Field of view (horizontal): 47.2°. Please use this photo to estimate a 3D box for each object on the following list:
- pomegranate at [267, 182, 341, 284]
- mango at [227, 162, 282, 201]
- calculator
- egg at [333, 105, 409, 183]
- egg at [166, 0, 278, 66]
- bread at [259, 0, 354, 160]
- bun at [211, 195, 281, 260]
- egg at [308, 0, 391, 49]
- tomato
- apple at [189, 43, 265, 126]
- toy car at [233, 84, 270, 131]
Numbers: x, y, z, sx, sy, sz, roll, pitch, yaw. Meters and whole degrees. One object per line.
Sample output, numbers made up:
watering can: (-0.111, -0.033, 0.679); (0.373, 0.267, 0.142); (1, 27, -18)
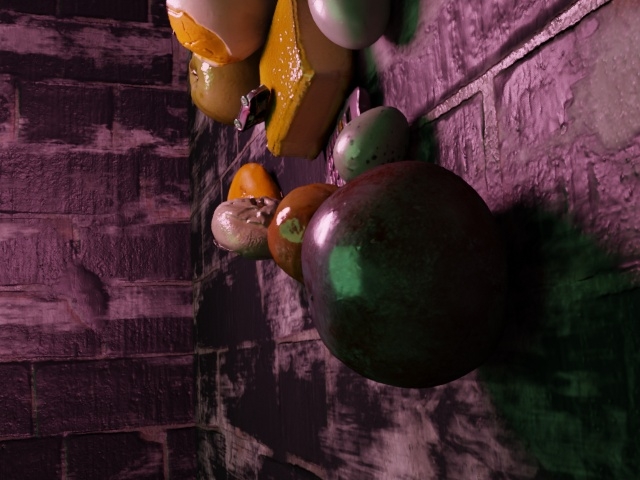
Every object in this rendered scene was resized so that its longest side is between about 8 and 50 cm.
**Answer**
pomegranate: (0.000, 0.000, 1.444); (0.215, 0.215, 0.215); (180, 90, -71)
mango: (-0.198, -0.109, 2.134); (0.187, 0.138, 0.257); (-57, 42, 38)
calculator: (0.062, -0.180, 1.538); (0.294, 0.043, 0.194); (124, 141, -64)
egg: (0.095, -0.164, 1.304); (0.164, 0.131, 0.131); (-51, 41, 41)
egg: (-0.198, -0.567, 1.774); (0.201, 0.337, 0.337); (37, 134, 23)
bread: (-0.036, -0.394, 1.658); (0.333, 0.143, 0.324); (124, 143, -59)
bun: (-0.154, -0.040, 1.883); (0.239, 0.239, 0.141); (-125, 41, -59)
egg: (0.056, -0.447, 1.379); (0.151, 0.151, 0.209); (111, 149, -46)
tomato: (0.120, 0.047, 1.023); (0.316, 0.282, 0.317); (168, 90, -76)
apple: (-0.238, -0.465, 2.079); (0.292, 0.254, 0.292); (175, 90, -72)
toy car: (-0.153, -0.299, 1.687); (0.055, 0.069, 0.142); (45, 147, 10)
